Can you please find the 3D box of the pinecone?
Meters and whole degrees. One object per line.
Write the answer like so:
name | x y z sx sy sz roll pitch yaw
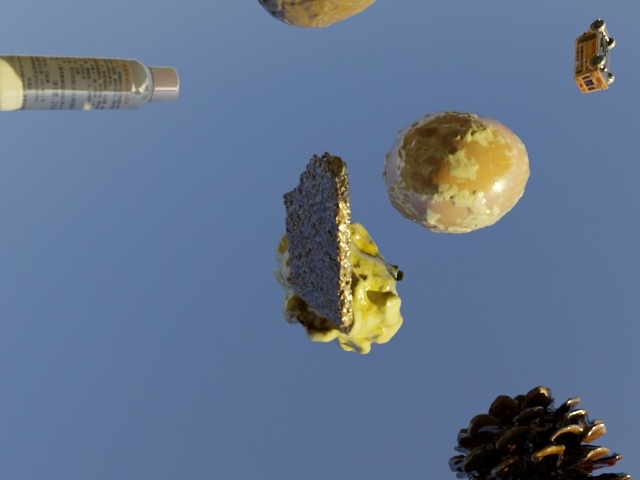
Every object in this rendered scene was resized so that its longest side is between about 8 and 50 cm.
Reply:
pinecone | 0.223 0.241 0.656 0.163 0.163 0.165 -25 -129 -6

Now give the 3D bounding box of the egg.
egg | 0.221 -0.113 1.096 0.245 0.203 0.203 -8 -121 -11

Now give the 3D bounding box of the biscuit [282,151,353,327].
biscuit | -0.007 -0.008 0.876 0.026 0.236 0.131 -22 -146 -30

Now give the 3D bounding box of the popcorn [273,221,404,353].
popcorn | 0.029 0.077 1.254 0.215 0.252 0.286 -44 -107 5

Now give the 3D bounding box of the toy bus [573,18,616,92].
toy bus | 0.598 -0.405 1.482 0.074 0.069 0.162 -12 -129 39

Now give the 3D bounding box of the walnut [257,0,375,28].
walnut | 0.006 -0.409 1.012 0.231 0.178 0.178 -10 -121 8

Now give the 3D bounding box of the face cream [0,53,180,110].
face cream | -0.342 -0.234 1.006 0.269 0.082 0.082 -7 -127 -34
